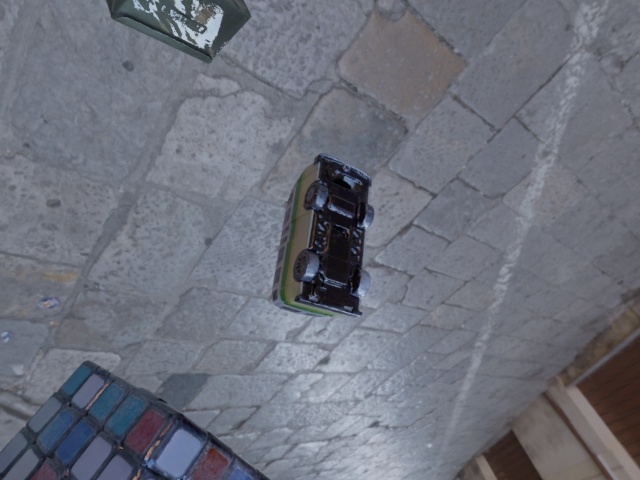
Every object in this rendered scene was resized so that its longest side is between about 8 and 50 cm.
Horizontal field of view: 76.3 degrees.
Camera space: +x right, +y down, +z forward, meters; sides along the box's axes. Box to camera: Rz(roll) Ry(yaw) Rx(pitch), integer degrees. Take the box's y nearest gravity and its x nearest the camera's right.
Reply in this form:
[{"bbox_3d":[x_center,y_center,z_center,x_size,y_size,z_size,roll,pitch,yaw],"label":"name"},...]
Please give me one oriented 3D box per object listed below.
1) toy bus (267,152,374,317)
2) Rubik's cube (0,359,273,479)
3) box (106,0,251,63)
[{"bbox_3d":[0.000,0.000,0.833,0.143,0.305,0.179,19,155,-27],"label":"toy bus"},{"bbox_3d":[-0.263,0.379,0.544,0.287,0.292,0.293,-56,133,-31],"label":"Rubik's cube"},{"bbox_3d":[-0.281,-0.484,0.793,0.149,0.155,0.231,-31,164,28],"label":"box"}]
